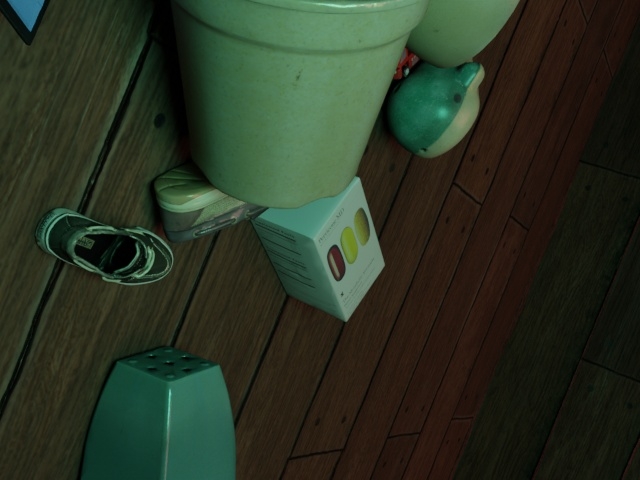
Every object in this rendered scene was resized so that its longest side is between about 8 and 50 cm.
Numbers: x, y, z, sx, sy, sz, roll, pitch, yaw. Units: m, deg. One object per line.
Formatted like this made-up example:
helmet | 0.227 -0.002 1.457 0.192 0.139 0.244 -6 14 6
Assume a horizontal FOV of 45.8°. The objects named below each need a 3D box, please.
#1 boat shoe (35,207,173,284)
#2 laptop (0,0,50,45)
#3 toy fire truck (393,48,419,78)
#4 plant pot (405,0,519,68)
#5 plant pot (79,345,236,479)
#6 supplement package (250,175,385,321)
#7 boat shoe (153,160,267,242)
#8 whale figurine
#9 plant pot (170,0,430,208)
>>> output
boat shoe | -0.246 0.020 0.932 0.219 0.070 0.078 22 91 -61
laptop | -0.217 -0.350 0.640 0.264 0.136 0.234 -34 143 -7
toy fire truck | 0.168 -0.392 1.357 0.192 0.047 0.135 -47 145 -30
plant pot | 0.160 -0.428 1.144 0.191 0.284 0.284 17 96 -24
plant pot | -0.221 0.281 1.069 0.165 0.165 0.234 -9 109 -57
supplement package | 0.000 0.000 1.260 0.139 0.134 0.244 -54 148 -23
boat shoe | -0.112 -0.073 1.068 0.285 0.103 0.092 -26 136 -45
whale figurine | 0.212 -0.290 1.407 0.141 0.216 0.272 26 70 -19
plant pot | -0.042 -0.219 0.900 0.334 0.334 0.305 -39 152 -40
